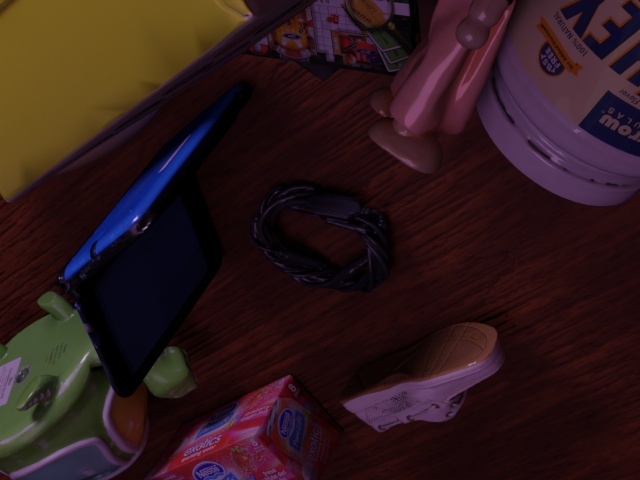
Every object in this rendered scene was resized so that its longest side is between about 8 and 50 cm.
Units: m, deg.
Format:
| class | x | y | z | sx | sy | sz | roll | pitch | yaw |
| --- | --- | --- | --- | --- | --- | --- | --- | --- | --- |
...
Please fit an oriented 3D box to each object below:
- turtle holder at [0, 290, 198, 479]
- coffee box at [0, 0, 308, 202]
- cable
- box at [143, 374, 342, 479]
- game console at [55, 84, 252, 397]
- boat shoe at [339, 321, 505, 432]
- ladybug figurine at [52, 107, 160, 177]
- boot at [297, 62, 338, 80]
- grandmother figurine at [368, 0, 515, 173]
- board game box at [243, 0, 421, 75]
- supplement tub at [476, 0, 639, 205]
| class | x | y | z | sx | sy | sz | roll | pitch | yaw |
| --- | --- | --- | --- | --- | --- | --- | --- | --- | --- |
| turtle holder | -0.340 | 0.212 | 2.015 | 0.320 | 0.243 | 0.227 | -43 | 121 | 3 |
| coffee box | -0.177 | -0.295 | 1.228 | 0.338 | 0.334 | 0.338 | -30 | 98 | 38 |
| cable | 0.000 | 0.000 | 1.773 | 0.184 | 0.047 | 0.150 | 7 | 134 | 19 |
| box | -0.111 | 0.305 | 2.010 | 0.257 | 0.128 | 0.122 | -28 | 110 | 40 |
| game console | -0.160 | -0.001 | 1.678 | 0.173 | 0.293 | 0.250 | 44 | 132 | -13 |
| boat shoe | 0.145 | 0.182 | 1.807 | 0.096 | 0.098 | 0.277 | 48 | 141 | -14 |
| ladybug figurine | -0.357 | -0.197 | 1.672 | 0.449 | 0.162 | 0.305 | -21 | 152 | 37 |
| boot | 0.012 | -0.399 | 1.387 | 0.367 | 0.146 | 0.445 | 46 | 137 | -10 |
| grandmother figurine | 0.153 | -0.235 | 1.260 | 0.104 | 0.208 | 0.342 | 18 | 124 | -19 |
| board game box | -0.026 | -0.240 | 1.425 | 0.260 | 0.030 | 0.136 | 11 | 130 | 23 |
| supplement tub | 0.306 | -0.207 | 1.310 | 0.235 | 0.235 | 0.325 | 34 | 133 | -1 |
